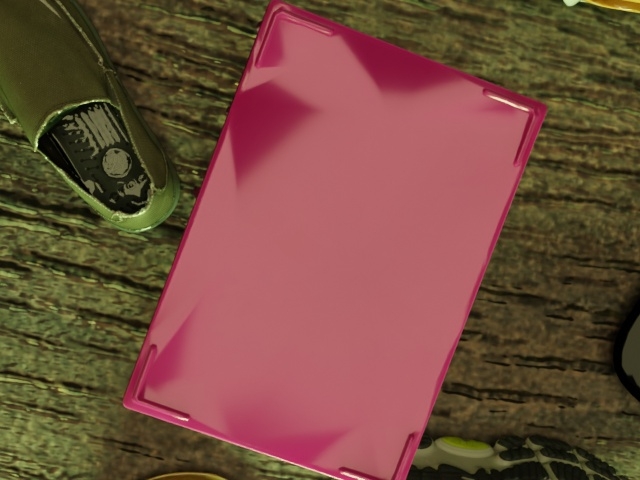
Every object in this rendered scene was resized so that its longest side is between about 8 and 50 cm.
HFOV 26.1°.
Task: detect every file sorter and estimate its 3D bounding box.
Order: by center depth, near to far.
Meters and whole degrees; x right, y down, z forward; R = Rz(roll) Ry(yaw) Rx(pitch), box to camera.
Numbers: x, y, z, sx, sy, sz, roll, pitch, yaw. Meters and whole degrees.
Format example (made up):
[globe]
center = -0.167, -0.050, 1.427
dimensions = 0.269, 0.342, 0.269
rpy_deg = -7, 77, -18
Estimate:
[file sorter]
center = 0.000, 0.000, 1.016
dimensions = 0.202, 0.182, 0.290
rpy_deg = 20, 94, -9

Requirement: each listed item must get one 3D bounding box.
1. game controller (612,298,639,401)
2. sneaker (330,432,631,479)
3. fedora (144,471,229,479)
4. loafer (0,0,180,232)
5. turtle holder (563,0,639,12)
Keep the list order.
[game controller]
center = 0.381, 0.022, 1.130
dimensions = 0.166, 0.067, 0.319
rpy_deg = 35, 91, -11
[sneaker]
center = 0.141, 0.224, 1.123
dimensions = 0.275, 0.107, 0.110
rpy_deg = 7, 116, -4
[fedora]
center = -0.110, 0.284, 1.092
dimensions = 0.194, 0.079, 0.194
rpy_deg = -1, 97, -8
[loafer]
center = -0.189, -0.113, 1.023
dimensions = 0.094, 0.087, 0.251
rpy_deg = -39, 101, -1
[turtle holder]
center = 0.227, -0.310, 0.980
dimensions = 0.227, 0.243, 0.320
rpy_deg = -29, 110, 14
